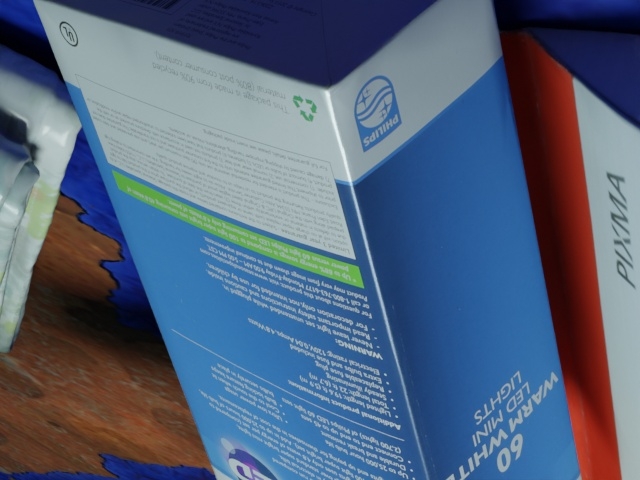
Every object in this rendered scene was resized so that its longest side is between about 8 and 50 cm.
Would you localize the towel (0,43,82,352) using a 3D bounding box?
[{"bbox_3d":[-0.303,-0.065,0.813,0.374,0.090,0.320,24,154,-7],"label":"towel"}]

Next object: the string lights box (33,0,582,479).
[{"bbox_3d":[0.006,0.020,0.592,0.133,0.077,0.260,22,141,39],"label":"string lights box"}]

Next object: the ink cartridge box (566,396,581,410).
[{"bbox_3d":[0.092,0.067,0.780,0.180,0.060,0.104,0,148,38],"label":"ink cartridge box"}]

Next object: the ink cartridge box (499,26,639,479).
[{"bbox_3d":[0.134,0.076,0.614,0.385,0.091,0.308,9,135,26],"label":"ink cartridge box"}]
